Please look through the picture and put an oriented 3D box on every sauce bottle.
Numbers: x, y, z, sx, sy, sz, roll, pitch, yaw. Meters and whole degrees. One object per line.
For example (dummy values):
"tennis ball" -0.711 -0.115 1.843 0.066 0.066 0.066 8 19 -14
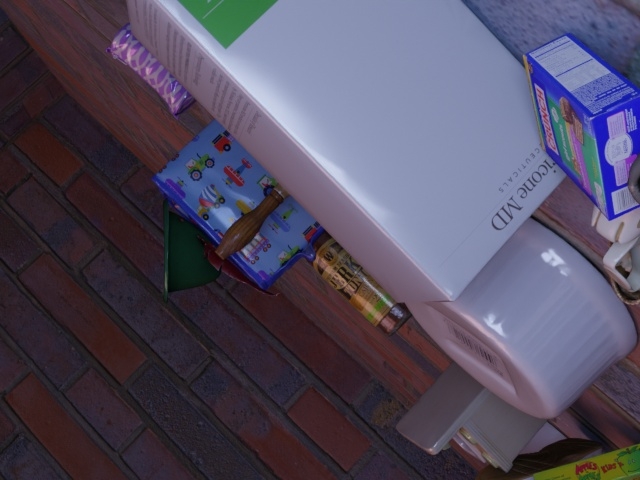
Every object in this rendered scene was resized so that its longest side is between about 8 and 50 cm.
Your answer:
"sauce bottle" 0.044 0.038 1.489 0.344 0.111 0.111 41 169 10

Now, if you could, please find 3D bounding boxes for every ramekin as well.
"ramekin" 0.227 0.089 0.933 0.277 0.135 0.277 42 169 11

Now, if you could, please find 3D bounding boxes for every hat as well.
"hat" -0.177 0.028 1.309 0.173 0.183 0.208 112 155 -63

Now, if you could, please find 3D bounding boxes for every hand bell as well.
"hand bell" -0.076 -0.063 1.201 0.126 0.242 0.126 43 170 10

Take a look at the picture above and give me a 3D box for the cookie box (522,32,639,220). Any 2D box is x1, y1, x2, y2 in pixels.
"cookie box" 0.190 -0.082 0.540 0.107 0.040 0.092 -108 -6 -53

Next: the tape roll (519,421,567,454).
"tape roll" 0.451 0.458 1.592 0.286 0.100 0.286 42 169 10

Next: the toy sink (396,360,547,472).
"toy sink" 0.267 0.284 1.258 0.131 0.234 0.153 47 168 -11

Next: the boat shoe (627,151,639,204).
"boat shoe" 0.295 -0.023 0.369 0.109 0.091 0.305 51 168 -31

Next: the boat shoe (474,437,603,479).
"boat shoe" 0.372 0.404 1.260 0.098 0.277 0.096 -1 93 58

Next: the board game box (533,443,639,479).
"board game box" 0.421 0.361 1.137 0.092 0.181 0.043 55 -160 -44

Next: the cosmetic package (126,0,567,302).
"cosmetic package" 0.027 -0.136 0.668 0.365 0.197 0.155 44 169 -4

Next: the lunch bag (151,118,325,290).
"lunch bag" -0.112 -0.072 1.355 0.293 0.221 0.138 43 170 10

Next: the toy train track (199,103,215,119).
"toy train track" -0.239 -0.281 1.604 0.083 0.014 0.048 46 178 26

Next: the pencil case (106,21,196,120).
"pencil case" -0.326 -0.339 1.502 0.206 0.088 0.086 43 171 4

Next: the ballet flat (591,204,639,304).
"ballet flat" 0.258 -0.010 0.619 0.073 0.067 0.206 40 168 46
